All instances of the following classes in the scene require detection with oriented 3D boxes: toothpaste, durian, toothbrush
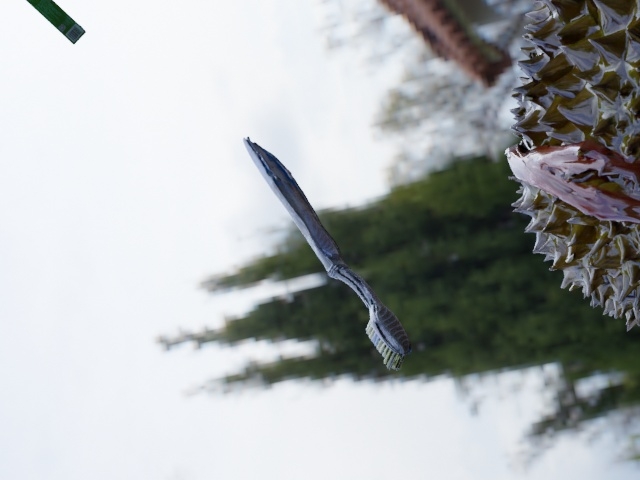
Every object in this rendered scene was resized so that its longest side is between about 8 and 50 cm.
[{"bbox_3d":[-0.274,-0.233,1.698,0.083,0.020,0.017,43,177,-14],"label":"toothpaste"},{"bbox_3d":[0.302,-0.107,1.312,0.347,0.347,0.384,-75,4,-60],"label":"durian"},{"bbox_3d":[0.000,0.000,1.984,0.035,0.042,0.413,2,-141,-36],"label":"toothbrush"}]
